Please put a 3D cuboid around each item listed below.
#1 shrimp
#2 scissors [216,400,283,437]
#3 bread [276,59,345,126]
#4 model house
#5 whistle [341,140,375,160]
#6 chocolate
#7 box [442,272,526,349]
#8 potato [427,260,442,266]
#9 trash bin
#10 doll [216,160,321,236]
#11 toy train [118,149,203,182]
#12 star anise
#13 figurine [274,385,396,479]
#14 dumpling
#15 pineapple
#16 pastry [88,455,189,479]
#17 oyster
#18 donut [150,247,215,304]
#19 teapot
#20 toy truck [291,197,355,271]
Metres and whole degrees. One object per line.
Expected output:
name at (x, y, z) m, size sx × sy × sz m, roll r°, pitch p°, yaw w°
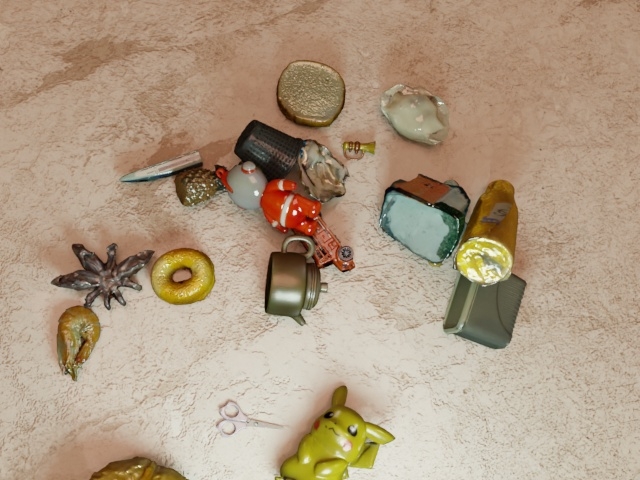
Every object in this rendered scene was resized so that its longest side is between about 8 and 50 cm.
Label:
shrimp at (-0.680, 0.288, 1.807) m, size 0.115 × 0.051 × 0.217 m, roll 0°, pitch 73°, yaw -9°
scissors at (-0.197, 0.516, 1.822) m, size 0.189 × 0.015 × 0.100 m, roll 10°, pitch 76°, yaw -6°
bread at (-0.029, -0.469, 2.071) m, size 0.236 × 0.070 × 0.236 m, roll 1°, pitch 75°, yaw -5°
model house at (0.359, -0.097, 1.986) m, size 0.253 × 0.184 × 0.291 m, roll 28°, pitch 40°, yaw 24°
whistle at (0.122, -0.291, 2.066) m, size 0.109 × 0.057 × 0.046 m, roll -1°, pitch 30°, yaw 2°
chocolate at (0.500, -0.056, 1.897) m, size 0.162 × 0.162 × 0.445 m, roll 29°, pitch 38°, yaw 1°
box at (0.497, 0.182, 1.938) m, size 0.178 × 0.138 × 0.274 m, roll 25°, pitch 74°, yaw -9°
potato at (0.352, 0.043, 1.995) m, size 0.051 × 0.040 × 0.083 m, roll -14°, pitch 76°, yaw -5°
trash bin at (-0.165, -0.268, 1.919) m, size 0.161 × 0.175 × 0.175 m, roll 30°, pitch 73°, yaw -22°
doll at (-0.157, -0.129, 1.858) m, size 0.337 × 0.199 × 0.105 m, roll 25°, pitch 47°, yaw 13°
toy train at (-0.484, -0.210, 1.960) m, size 0.252 × 0.055 × 0.048 m, roll -21°, pitch 88°, yaw -11°
star anise at (-0.622, 0.097, 1.833) m, size 0.258 × 0.110 × 0.198 m, roll 12°, pitch 74°, yaw -10°
figurine at (0.038, 0.576, 1.751) m, size 0.218 × 0.169 × 0.326 m, roll 31°, pitch 79°, yaw 26°
dumpling at (0.306, -0.409, 2.063) m, size 0.250 × 0.132 × 0.162 m, roll 36°, pitch 78°, yaw 3°
pineapple at (-0.311, -0.181, 1.953) m, size 0.251 × 0.125 × 0.125 m, roll -21°, pitch 79°, yaw -22°
pastry at (-0.470, 0.706, 1.650) m, size 0.316 × 0.184 × 0.284 m, roll 10°, pitch 68°, yaw -3°
oyster at (-0.012, -0.208, 1.975) m, size 0.214 × 0.083 × 0.223 m, roll 49°, pitch 39°, yaw 0°
donut at (-0.403, 0.099, 1.875) m, size 0.190 × 0.074 × 0.174 m, roll 2°, pitch 75°, yaw -6°
teapot at (-0.065, 0.115, 1.849) m, size 0.175 × 0.185 × 0.267 m, roll 6°, pitch 99°, yaw -12°
toy truck at (0.000, 0.000, 1.932) m, size 0.114 × 0.107 × 0.252 m, roll -35°, pitch 79°, yaw -5°
